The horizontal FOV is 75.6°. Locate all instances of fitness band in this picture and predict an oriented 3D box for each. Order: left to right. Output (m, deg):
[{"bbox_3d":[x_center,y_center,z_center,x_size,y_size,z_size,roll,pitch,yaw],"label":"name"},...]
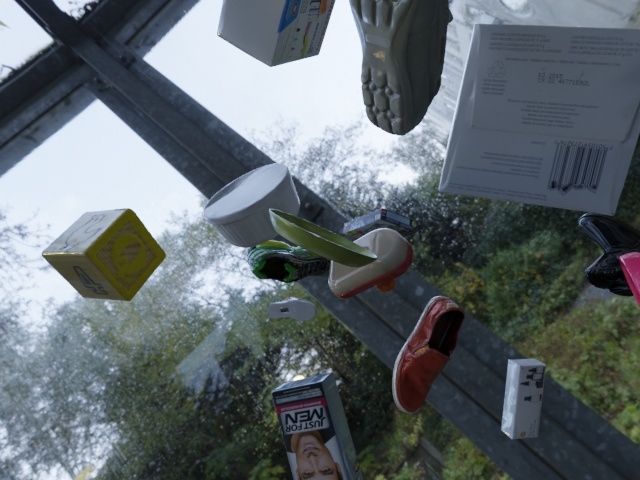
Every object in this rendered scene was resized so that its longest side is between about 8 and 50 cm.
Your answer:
[{"bbox_3d":[0.692,0.158,0.831,0.054,0.291,0.209,-26,-3,29],"label":"fitness band"}]

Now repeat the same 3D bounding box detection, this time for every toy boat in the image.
[{"bbox_3d":[0.141,0.078,1.060,0.231,0.151,0.151,-30,34,33],"label":"toy boat"}]

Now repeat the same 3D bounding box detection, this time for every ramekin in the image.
[{"bbox_3d":[-0.181,-0.094,1.161,0.273,0.273,0.127,-42,-58,-23],"label":"ramekin"}]

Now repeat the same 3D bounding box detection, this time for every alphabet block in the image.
[{"bbox_3d":[-0.601,0.041,1.163,0.193,0.197,0.192,65,-146,-37],"label":"alphabet block"}]

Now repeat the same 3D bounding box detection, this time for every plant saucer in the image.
[{"bbox_3d":[0.000,0.000,0.839,0.037,0.241,0.241,-66,-23,5],"label":"plant saucer"}]

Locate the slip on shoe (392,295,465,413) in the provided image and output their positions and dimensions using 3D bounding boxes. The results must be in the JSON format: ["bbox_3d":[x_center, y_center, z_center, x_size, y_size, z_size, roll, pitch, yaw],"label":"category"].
[{"bbox_3d":[0.291,0.308,1.110,0.331,0.123,0.101,-64,16,-5],"label":"slip on shoe"}]

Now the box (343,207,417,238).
[{"bbox_3d":[0.211,-0.046,1.491,0.233,0.159,0.044,-20,58,58],"label":"box"}]

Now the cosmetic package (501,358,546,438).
[{"bbox_3d":[0.643,0.500,1.307,0.060,0.098,0.239,-151,63,-77],"label":"cosmetic package"}]

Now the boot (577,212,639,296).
[{"bbox_3d":[0.827,0.034,1.196,0.207,0.246,0.094,-34,-42,-19],"label":"boot"}]

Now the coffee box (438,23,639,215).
[{"bbox_3d":[0.479,-0.264,0.948,0.334,0.337,0.338,-32,-49,-70],"label":"coffee box"}]

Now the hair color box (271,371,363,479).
[{"bbox_3d":[-0.008,0.635,1.315,0.185,0.375,0.113,-19,-7,20],"label":"hair color box"}]

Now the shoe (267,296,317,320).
[{"bbox_3d":[-0.068,0.199,1.234,0.081,0.178,0.064,-14,-84,-55],"label":"shoe"}]

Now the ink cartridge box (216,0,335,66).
[{"bbox_3d":[-0.098,-0.550,0.997,0.232,0.168,0.171,-44,-16,-49],"label":"ink cartridge box"}]

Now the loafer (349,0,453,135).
[{"bbox_3d":[0.103,-0.279,0.503,0.111,0.112,0.319,-44,-29,-20],"label":"loafer"}]

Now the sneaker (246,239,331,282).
[{"bbox_3d":[-0.060,0.085,1.321,0.343,0.146,0.134,-1,-60,-12],"label":"sneaker"}]
